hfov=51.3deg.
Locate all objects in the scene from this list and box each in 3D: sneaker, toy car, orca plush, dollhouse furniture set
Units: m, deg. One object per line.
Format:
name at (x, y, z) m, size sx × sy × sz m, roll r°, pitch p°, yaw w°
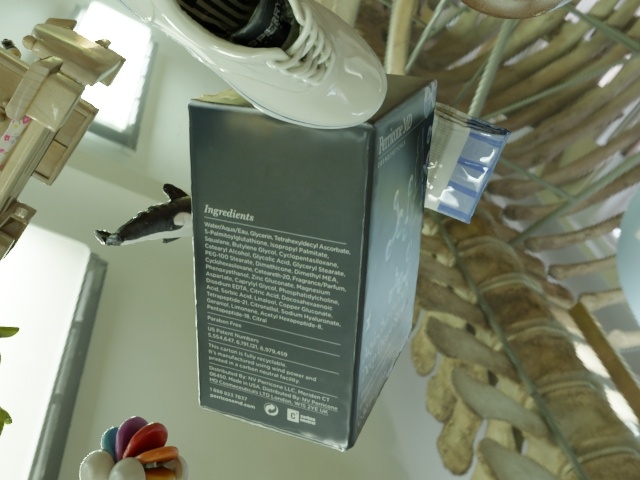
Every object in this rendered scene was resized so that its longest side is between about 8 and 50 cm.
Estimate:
sneaker at (-0.035, -0.139, 0.466) m, size 0.258 × 0.094 × 0.091 m, roll 18°, pitch -168°, yaw -41°
sneaker at (-0.479, -0.292, 1.021) m, size 0.031 × 0.037 × 0.083 m, roll -18°, pitch -168°, yaw -27°
toy car at (-0.339, 0.397, 1.233) m, size 0.182 × 0.136 × 0.159 m, roll 0°, pitch 171°, yaw 31°
orca plush at (-0.307, -0.057, 1.325) m, size 0.287 × 0.151 × 0.102 m, roll -16°, pitch -98°, yaw -30°
dollhouse furniture set at (-0.345, -0.090, 0.625) m, size 0.173 × 0.303 × 0.355 m, roll 32°, pitch -168°, yaw -18°

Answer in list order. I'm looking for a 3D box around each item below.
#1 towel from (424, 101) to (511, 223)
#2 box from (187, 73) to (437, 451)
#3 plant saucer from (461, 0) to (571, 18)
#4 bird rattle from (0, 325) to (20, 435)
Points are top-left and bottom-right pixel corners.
towel at (0.129, -0.141, 1.046) m, size 0.285 × 0.209 × 0.034 m, roll 21°, pitch -130°, yaw 7°
box at (0.000, 0.000, 0.852) m, size 0.211 × 0.396 × 0.293 m, roll 10°, pitch -155°, yaw 19°
plant saucer at (0.204, -0.311, 0.645) m, size 0.198 × 0.199 × 0.036 m, roll 27°, pitch -151°, yaw -14°
bird rattle at (-0.447, 0.152, 0.671) m, size 0.253 × 0.207 × 0.143 m, roll 15°, pitch -136°, yaw -35°
